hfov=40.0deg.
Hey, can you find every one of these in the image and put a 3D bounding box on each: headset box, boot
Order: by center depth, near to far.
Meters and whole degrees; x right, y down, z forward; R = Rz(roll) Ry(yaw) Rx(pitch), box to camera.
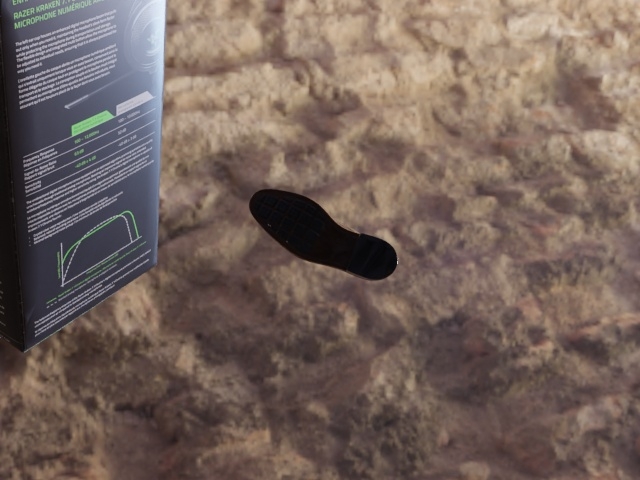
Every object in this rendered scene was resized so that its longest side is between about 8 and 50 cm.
[{"bbox_3d":[-0.234,-0.115,0.567,0.246,0.283,0.131,27,-140,22],"label":"headset box"},{"bbox_3d":[0.000,0.000,1.238,0.219,0.082,0.106,28,173,3],"label":"boot"}]
